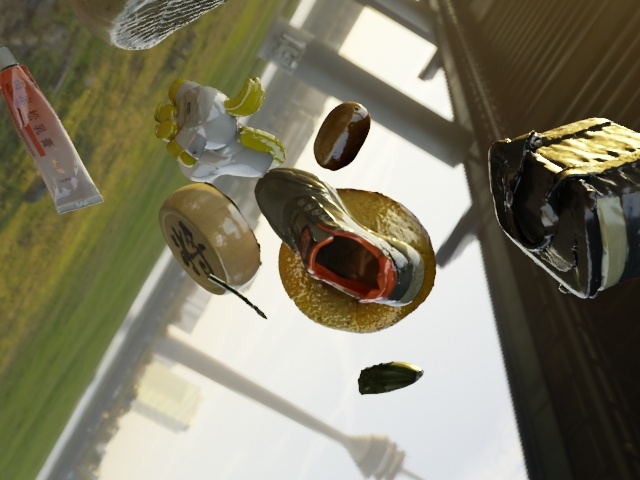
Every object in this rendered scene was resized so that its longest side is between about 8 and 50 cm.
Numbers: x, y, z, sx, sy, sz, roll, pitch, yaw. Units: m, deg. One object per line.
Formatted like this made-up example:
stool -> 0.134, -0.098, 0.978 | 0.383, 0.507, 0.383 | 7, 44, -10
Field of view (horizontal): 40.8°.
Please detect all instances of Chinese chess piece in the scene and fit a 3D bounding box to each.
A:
Chinese chess piece -> -0.240, -0.002, 1.869 | 0.104, 0.257, 0.257 | -38, 177, -27

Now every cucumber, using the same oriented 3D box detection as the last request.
cucumber -> 0.107, 0.201, 1.304 | 0.107, 0.035, 0.067 | -17, -168, 43

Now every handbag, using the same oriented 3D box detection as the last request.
handbag -> 0.318, -0.039, 1.041 | 0.254, 0.181, 0.181 | -123, -160, -60

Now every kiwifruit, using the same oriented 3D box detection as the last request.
kiwifruit -> 0.033, -0.162, 1.339 | 0.124, 0.075, 0.075 | -60, -174, 43

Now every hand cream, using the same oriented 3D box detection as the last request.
hand cream -> -0.327, -0.129, 0.996 | 0.052, 0.216, 0.038 | -29, 171, -14

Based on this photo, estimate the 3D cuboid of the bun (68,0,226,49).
bun -> -0.231, -0.395, 1.157 | 0.282, 0.204, 0.281 | -32, 177, -2

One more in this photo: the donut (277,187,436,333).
donut -> 0.057, 0.051, 1.585 | 0.303, 0.303, 0.110 | -55, 177, 36

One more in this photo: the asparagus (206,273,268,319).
asparagus -> -0.158, 0.108, 1.670 | 0.016, 0.163, 0.016 | -54, -147, -6

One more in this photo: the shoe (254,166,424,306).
shoe -> 0.000, 0.000, 1.392 | 0.132, 0.336, 0.171 | -61, 160, 18

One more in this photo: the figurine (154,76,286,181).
figurine -> -0.113, -0.115, 1.008 | 0.178, 0.130, 0.109 | 68, 11, -60
